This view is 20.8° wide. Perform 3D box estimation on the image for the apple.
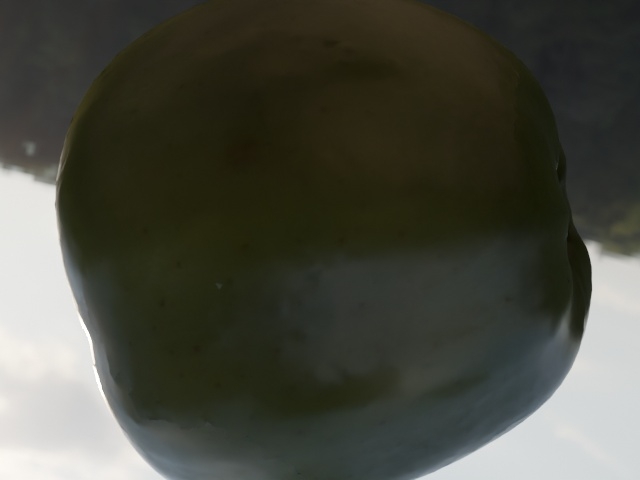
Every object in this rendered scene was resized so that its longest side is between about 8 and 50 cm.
[{"bbox_3d":[0.000,0.000,1.135,0.357,0.357,0.357,14,-172,-2],"label":"apple"}]
